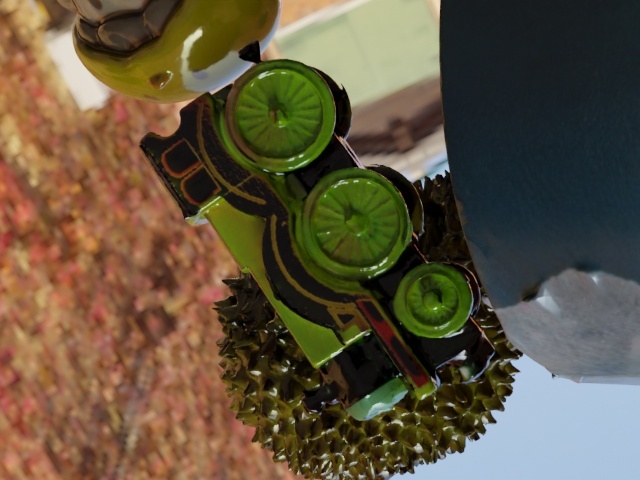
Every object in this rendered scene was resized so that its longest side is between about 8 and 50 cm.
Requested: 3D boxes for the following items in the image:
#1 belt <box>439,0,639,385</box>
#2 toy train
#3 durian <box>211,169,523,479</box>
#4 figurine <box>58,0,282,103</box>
[{"bbox_3d":[0.210,-0.129,1.008,0.173,0.300,0.437,-2,-108,37],"label":"belt"},{"bbox_3d":[0.000,0.000,1.232,0.160,0.296,0.100,-36,174,4],"label":"toy train"},{"bbox_3d":[0.048,0.070,1.438,0.292,0.258,0.258,-27,-157,-4],"label":"durian"},{"bbox_3d":[-0.176,-0.282,1.515,0.215,0.344,0.187,-10,-147,37],"label":"figurine"}]
